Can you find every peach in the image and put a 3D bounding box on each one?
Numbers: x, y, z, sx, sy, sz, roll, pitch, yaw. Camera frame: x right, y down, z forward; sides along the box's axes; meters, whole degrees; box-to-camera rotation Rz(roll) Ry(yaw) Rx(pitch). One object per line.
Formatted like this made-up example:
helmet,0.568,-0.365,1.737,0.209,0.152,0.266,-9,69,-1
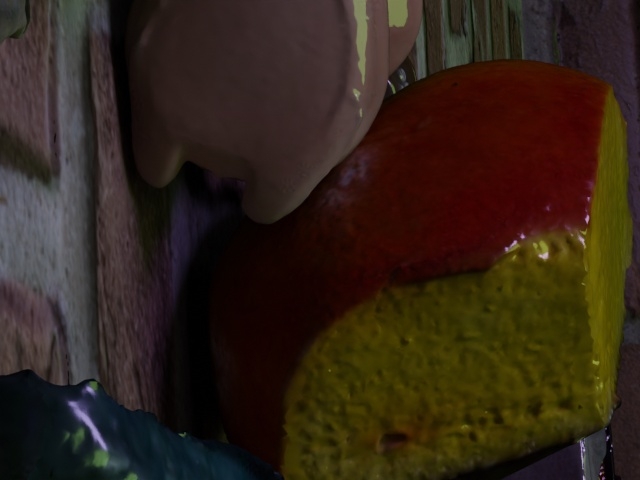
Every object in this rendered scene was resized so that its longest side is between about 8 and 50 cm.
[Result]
peach,0.067,0.023,1.381,0.380,0.306,0.242,-64,141,-53

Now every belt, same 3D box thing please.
belt,0.224,0.218,1.871,0.128,0.124,0.201,57,29,-62

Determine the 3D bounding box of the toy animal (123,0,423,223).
toy animal,-0.018,-0.153,1.322,0.256,0.195,0.213,-66,170,-69

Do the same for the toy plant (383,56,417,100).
toy plant,0.033,-0.125,1.730,0.200,0.105,0.143,-85,178,-80

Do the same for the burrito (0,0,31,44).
burrito,-0.191,-0.077,0.847,0.275,0.059,0.082,-67,144,-62

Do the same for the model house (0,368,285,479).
model house,-0.135,0.211,0.759,0.253,0.184,0.291,50,43,-65
